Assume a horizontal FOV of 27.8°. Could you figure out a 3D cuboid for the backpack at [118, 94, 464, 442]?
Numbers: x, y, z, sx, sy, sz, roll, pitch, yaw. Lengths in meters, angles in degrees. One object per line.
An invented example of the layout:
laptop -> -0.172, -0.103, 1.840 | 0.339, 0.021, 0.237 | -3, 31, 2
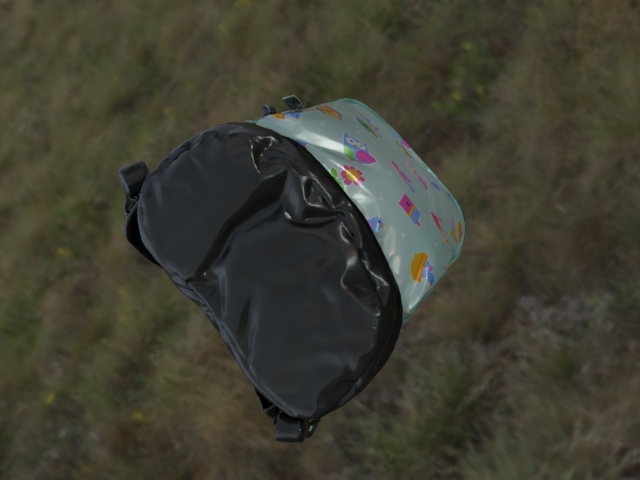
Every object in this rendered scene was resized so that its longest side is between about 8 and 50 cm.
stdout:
backpack -> 0.000, 0.000, 0.637 | 0.115, 0.152, 0.182 | -31, 0, 17
